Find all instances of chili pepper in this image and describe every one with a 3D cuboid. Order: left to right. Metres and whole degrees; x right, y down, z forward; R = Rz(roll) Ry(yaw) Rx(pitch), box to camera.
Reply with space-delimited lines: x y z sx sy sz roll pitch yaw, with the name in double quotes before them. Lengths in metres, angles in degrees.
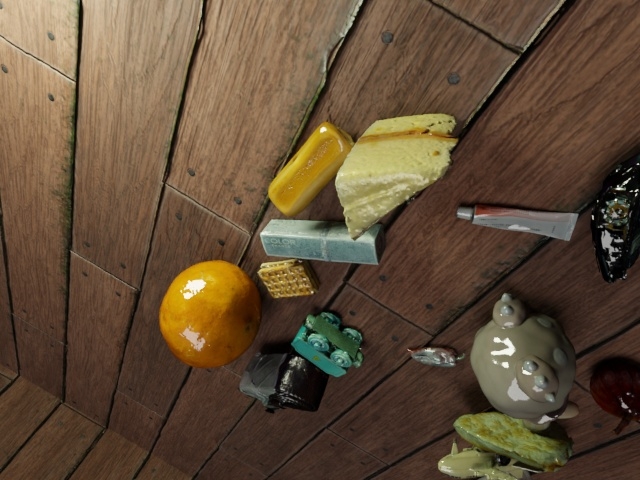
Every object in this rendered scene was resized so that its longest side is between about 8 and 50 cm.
"chili pepper" 0.296 0.301 1.195 0.153 0.041 0.050 0 84 25

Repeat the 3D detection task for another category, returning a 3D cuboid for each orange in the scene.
"orange" -0.281 0.194 1.212 0.226 0.284 0.283 11 130 25

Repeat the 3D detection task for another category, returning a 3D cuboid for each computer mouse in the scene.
"computer mouse" 0.503 -0.036 0.776 0.078 0.147 0.241 24 130 45

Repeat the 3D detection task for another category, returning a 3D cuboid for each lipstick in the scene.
"lipstick" 0.000 0.000 1.066 0.290 0.076 0.077 3 129 23

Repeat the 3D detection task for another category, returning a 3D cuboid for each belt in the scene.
"belt" -0.120 0.437 1.388 0.289 0.164 0.184 -9 140 42

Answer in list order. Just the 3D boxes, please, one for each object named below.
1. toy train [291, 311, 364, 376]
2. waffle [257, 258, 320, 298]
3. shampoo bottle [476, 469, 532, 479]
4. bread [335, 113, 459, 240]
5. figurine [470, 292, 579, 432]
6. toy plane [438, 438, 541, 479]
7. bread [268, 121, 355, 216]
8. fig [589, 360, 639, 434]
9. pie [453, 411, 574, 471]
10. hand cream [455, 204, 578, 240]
"toy train" 0.020 0.285 1.271 0.198 0.107 0.154 37 140 -7
"waffle" -0.083 0.100 1.208 0.148 0.042 0.102 -10 120 31
"shampoo bottle" 0.530 0.786 1.442 0.092 0.092 0.303 28 134 2
"bread" 0.151 -0.116 0.792 0.178 0.240 0.135 0 126 25
"figurine" 0.451 0.302 1.025 0.203 0.248 0.380 -15 134 16
"toy plane" 0.444 0.598 1.245 0.256 0.242 0.104 10 90 -7
"bread" -0.017 -0.146 0.959 0.092 0.074 0.239 51 130 3
"fig" 0.649 0.330 1.000 0.128 0.150 0.128 18 112 51
"pie" 0.482 0.495 1.157 0.275 0.257 0.105 5 84 30
"hand cream" 0.374 -0.043 0.891 0.216 0.038 0.052 9 154 11
